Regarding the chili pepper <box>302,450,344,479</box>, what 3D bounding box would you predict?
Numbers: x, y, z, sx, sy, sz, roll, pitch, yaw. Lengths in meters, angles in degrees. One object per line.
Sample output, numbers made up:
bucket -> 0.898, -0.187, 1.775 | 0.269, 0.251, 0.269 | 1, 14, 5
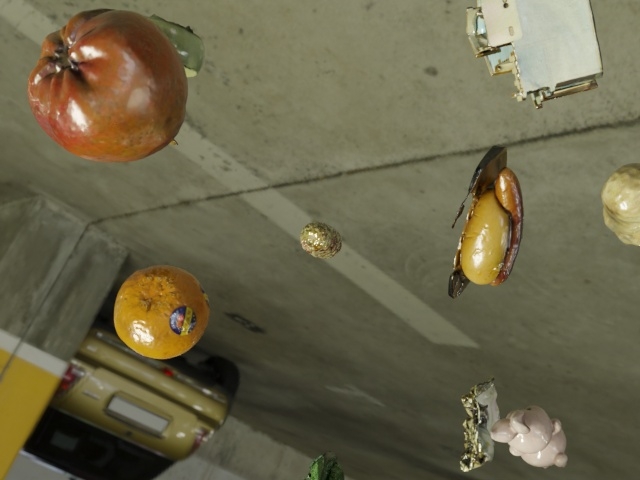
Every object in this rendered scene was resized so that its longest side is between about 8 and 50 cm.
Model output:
chili pepper -> 0.010, 0.486, 1.405 | 0.065, 0.122, 0.279 | 27, 180, -2

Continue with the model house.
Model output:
model house -> 0.318, -0.341, 1.098 | 0.178, 0.271, 0.206 | -15, -173, 6

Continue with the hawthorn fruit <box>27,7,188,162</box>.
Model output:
hawthorn fruit -> -0.359, -0.261, 1.272 | 0.277, 0.277, 0.298 | 5, 158, 39

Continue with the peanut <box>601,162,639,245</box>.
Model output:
peanut -> 0.481, -0.050, 1.064 | 0.228, 0.104, 0.086 | 23, -155, -55

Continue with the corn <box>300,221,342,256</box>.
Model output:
corn -> 0.000, 0.000, 1.665 | 0.086, 0.086, 0.253 | 20, 180, 8

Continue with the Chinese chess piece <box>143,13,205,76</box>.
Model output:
Chinese chess piece -> -0.341, -0.412, 1.500 | 0.188, 0.083, 0.188 | 12, 178, 0

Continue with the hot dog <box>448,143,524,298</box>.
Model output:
hot dog -> 0.364, -0.018, 1.474 | 0.107, 0.194, 0.326 | 23, 134, 30

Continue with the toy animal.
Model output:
toy animal -> 0.430, 0.388, 1.458 | 0.124, 0.124, 0.212 | -1, 144, 47

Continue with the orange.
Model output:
orange -> -0.293, 0.133, 1.305 | 0.177, 0.178, 0.155 | 22, 164, 5

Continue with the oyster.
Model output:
oyster -> 0.419, 0.469, 1.838 | 0.083, 0.214, 0.223 | 3, -168, 29
